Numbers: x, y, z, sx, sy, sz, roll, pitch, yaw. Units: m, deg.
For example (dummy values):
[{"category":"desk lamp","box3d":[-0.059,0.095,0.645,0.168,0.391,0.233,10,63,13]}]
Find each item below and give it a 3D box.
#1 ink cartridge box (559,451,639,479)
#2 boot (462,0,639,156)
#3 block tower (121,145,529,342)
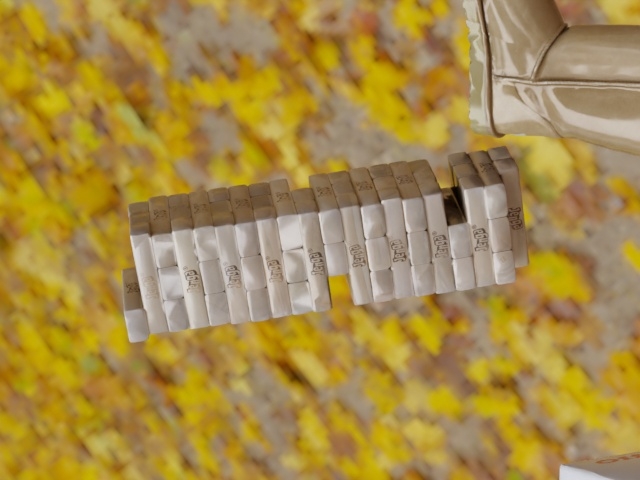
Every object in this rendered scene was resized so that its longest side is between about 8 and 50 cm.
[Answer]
[{"category":"ink cartridge box","box3d":[0.225,0.153,0.991,0.190,0.139,0.082,-174,78,-70]},{"category":"boot","box3d":[0.268,-0.185,1.735,0.269,0.089,0.236,7,118,26]},{"category":"block tower","box3d":[0.000,0.000,1.594,0.091,0.335,0.097,-106,6,-68]}]
